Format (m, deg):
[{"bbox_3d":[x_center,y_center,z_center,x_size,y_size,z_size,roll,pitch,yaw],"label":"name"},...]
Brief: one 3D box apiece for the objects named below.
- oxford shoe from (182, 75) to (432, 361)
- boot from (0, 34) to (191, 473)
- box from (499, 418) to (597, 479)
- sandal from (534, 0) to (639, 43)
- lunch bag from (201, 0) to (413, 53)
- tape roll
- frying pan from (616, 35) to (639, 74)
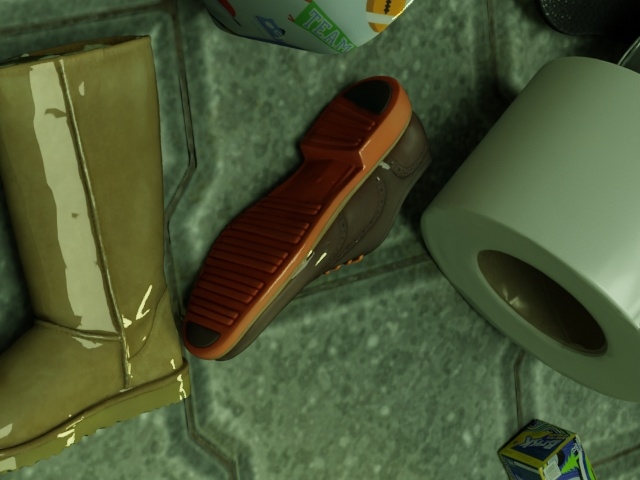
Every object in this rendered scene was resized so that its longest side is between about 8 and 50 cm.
[{"bbox_3d":[0.000,0.000,1.263,0.271,0.097,0.098,-50,128,-15],"label":"oxford shoe"},{"bbox_3d":[-0.204,0.007,1.135,0.236,0.089,0.270,-21,111,-40],"label":"boot"},{"bbox_3d":[0.228,0.249,1.486,0.054,0.059,0.169,-37,118,-24],"label":"box"},{"bbox_3d":[0.230,-0.209,1.413,0.179,0.040,0.067,10,99,-50],"label":"sandal"},{"bbox_3d":[0.047,-0.265,1.148,0.303,0.243,0.115,-46,121,-17],"label":"lunch bag"},{"bbox_3d":[0.227,-0.008,1.322,0.169,0.246,0.246,-50,122,-16],"label":"tape roll"},{"bbox_3d":[0.350,-0.186,1.408,0.197,0.053,0.326,0,128,-46],"label":"frying pan"}]
